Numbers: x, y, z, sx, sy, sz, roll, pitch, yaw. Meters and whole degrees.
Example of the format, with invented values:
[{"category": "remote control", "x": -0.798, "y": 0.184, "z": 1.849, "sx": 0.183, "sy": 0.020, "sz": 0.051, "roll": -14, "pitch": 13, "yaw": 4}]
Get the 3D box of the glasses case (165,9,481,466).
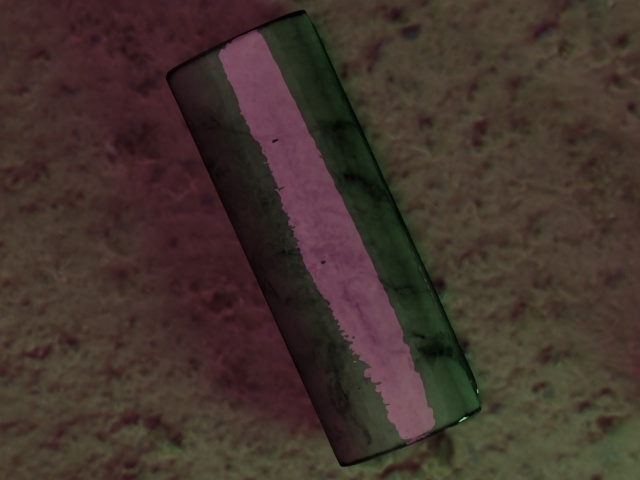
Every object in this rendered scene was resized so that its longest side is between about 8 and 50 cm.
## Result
[{"category": "glasses case", "x": 0.000, "y": 0.000, "z": 1.253, "sx": 0.114, "sy": 0.060, "sz": 0.299, "roll": -23, "pitch": 91, "yaw": 15}]
